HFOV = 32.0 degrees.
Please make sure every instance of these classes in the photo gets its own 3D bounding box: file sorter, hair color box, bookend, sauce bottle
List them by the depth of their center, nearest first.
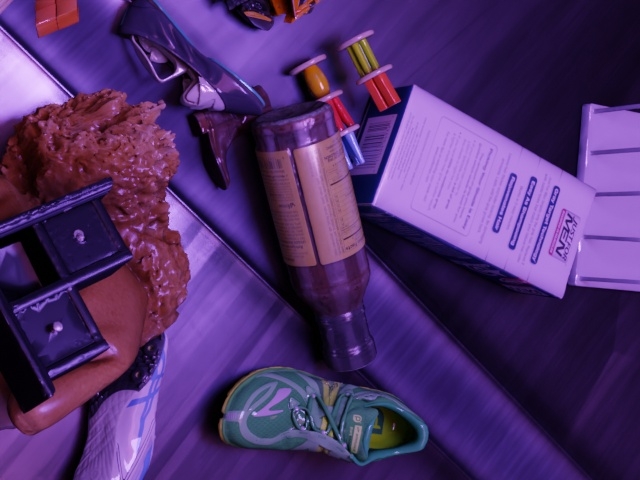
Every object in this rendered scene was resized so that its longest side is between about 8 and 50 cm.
[{"bbox_3d":[-0.230,0.047,1.009,0.156,0.072,0.157,-27,87,-37],"label":"bookend"},{"bbox_3d":[0.000,0.000,1.413,0.111,0.111,0.345,-22,111,-28],"label":"sauce bottle"},{"bbox_3d":[0.205,-0.060,1.534,0.347,0.105,0.174,25,79,-28],"label":"hair color box"},{"bbox_3d":[0.510,-0.059,1.673,0.192,0.173,0.278,6,89,-29],"label":"file sorter"}]

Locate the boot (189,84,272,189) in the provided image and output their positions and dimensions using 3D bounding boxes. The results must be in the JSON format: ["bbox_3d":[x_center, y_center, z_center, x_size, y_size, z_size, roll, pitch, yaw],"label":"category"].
[{"bbox_3d":[-0.097,-0.130,1.400,0.114,0.037,0.106,-26,105,-31],"label":"boot"}]

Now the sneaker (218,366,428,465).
[{"bbox_3d":[0.011,0.224,1.421,0.295,0.123,0.110,7,88,-29],"label":"sneaker"}]

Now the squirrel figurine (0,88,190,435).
[{"bbox_3d":[-0.331,-0.015,1.175,0.397,0.281,0.371,-35,98,-39],"label":"squirrel figurine"}]

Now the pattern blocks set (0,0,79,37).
[{"bbox_3d":[-0.372,-0.273,1.131,0.285,0.026,0.325,11,49,6],"label":"pattern blocks set"}]

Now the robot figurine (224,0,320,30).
[{"bbox_3d":[-0.046,-0.392,1.341,0.211,0.085,0.291,-41,136,-22],"label":"robot figurine"}]

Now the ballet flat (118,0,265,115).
[{"bbox_3d":[-0.160,-0.203,1.335,0.203,0.074,0.074,42,71,-12],"label":"ballet flat"}]

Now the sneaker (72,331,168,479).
[{"bbox_3d":[-0.228,0.215,1.317,0.086,0.085,0.237,36,65,-58],"label":"sneaker"}]

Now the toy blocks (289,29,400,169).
[{"bbox_3d":[0.046,-0.178,1.434,0.123,0.054,0.148,-26,95,7],"label":"toy blocks"}]
